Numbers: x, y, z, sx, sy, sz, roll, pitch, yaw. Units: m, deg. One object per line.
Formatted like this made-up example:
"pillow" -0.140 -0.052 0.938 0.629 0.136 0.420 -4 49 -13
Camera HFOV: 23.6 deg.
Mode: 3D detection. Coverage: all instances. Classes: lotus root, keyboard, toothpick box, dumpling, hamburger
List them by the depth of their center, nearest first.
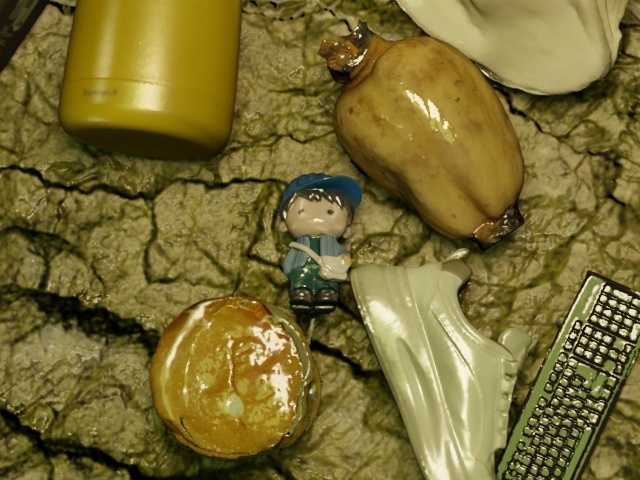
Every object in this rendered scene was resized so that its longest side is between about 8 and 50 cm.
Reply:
"lotus root" 0.103 -0.105 1.505 0.154 0.140 0.257 -38 87 33
"dumpling" 0.181 -0.321 1.508 0.260 0.181 0.341 -4 114 30
"keyboard" 0.247 0.157 1.515 0.087 0.017 0.250 26 89 9
"hamburger" -0.077 0.138 1.528 0.185 0.113 0.177 -38 74 -4
"toothpick box" -0.162 -0.229 1.543 0.175 0.175 0.271 5 82 10

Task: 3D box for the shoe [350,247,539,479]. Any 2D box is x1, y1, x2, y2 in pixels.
"shoe" 0.148 0.146 1.484 0.159 0.124 0.316 -24 81 -1

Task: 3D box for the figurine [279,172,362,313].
"figurine" 0.000 0.000 1.522 0.086 0.087 0.149 -2 65 6

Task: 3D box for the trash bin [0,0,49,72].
"trash bin" -0.406 -0.233 1.612 0.165 0.115 0.225 32 92 12
